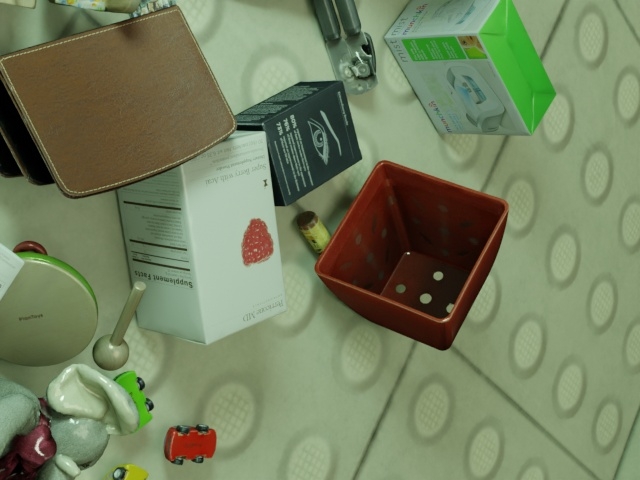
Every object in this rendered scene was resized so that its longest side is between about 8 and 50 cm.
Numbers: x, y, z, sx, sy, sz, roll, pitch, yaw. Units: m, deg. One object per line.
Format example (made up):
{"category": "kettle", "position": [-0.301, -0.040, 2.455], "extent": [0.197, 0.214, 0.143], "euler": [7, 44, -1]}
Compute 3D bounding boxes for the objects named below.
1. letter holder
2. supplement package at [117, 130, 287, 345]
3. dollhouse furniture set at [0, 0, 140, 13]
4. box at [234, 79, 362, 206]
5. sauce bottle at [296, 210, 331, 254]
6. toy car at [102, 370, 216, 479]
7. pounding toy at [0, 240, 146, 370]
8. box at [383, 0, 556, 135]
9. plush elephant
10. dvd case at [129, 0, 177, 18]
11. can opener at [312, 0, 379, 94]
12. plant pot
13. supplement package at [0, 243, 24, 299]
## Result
{"category": "letter holder", "position": [-0.295, -0.167, 1.433], "extent": [0.302, 0.152, 0.214], "euler": [-29, 91, -39]}
{"category": "supplement package", "position": [-0.184, -0.013, 1.601], "extent": [0.178, 0.175, 0.292], "euler": [-21, 111, -43]}
{"category": "dollhouse furniture set", "position": [-0.360, -0.482, 1.227], "extent": [0.362, 0.256, 0.394], "euler": [4, 100, -35]}
{"category": "box", "position": [-0.045, -0.169, 1.769], "extent": [0.207, 0.108, 0.153], "euler": [-33, 118, -38]}
{"category": "sauce bottle", "position": [0.000, 0.000, 1.884], "extent": [0.042, 0.042, 0.128], "euler": [-56, 135, -24]}
{"category": "toy car", "position": [-0.286, 0.301, 1.631], "extent": [0.239, 0.053, 0.224], "euler": [-35, 119, -38]}
{"category": "pounding toy", "position": [-0.373, 0.079, 1.462], "extent": [0.237, 0.110, 0.182], "euler": [13, 121, -12]}
{"category": "box", "position": [0.290, -0.338, 1.996], "extent": [0.126, 0.231, 0.262], "euler": [-56, 130, -25]}
{"category": "plush elephant", "position": [-0.395, 0.276, 1.362], "extent": [0.256, 0.272, 0.329], "euler": [20, 58, -23]}
{"category": "dvd case", "position": [-0.261, -0.370, 1.589], "extent": [0.087, 0.013, 0.119], "euler": [-34, 119, -38]}
{"category": "can opener", "position": [0.039, -0.398, 1.865], "extent": [0.095, 0.076, 0.283], "euler": [-70, 145, -60]}
{"category": "plant pot", "position": [0.182, 0.054, 1.927], "extent": [0.267, 0.267, 0.235], "euler": [-58, 154, -23]}
{"category": "supplement package", "position": [-0.518, 0.015, 1.205], "extent": [0.204, 0.262, 0.145], "euler": [45, 64, -39]}
